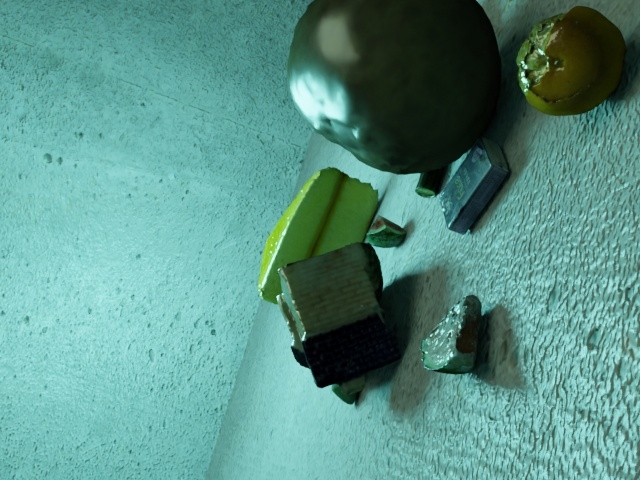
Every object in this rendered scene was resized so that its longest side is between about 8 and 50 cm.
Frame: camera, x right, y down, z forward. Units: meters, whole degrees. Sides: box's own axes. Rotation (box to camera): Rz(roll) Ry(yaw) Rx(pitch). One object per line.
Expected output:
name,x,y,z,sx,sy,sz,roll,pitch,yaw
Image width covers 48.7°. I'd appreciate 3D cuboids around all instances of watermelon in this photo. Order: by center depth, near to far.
watermelon,0.228,0.156,1.140,0.139,0.071,0.187,-62,5,2
watermelon,0.154,-0.016,1.681,0.092,0.084,0.072,-37,23,45

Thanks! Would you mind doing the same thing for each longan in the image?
longan,0.151,-0.350,1.418,0.404,0.436,0.404,-37,-29,-25

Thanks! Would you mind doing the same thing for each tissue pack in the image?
tissue pack,0.284,-0.101,1.319,0.112,0.051,0.156,-90,24,-54

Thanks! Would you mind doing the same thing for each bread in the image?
bread,0.000,0.000,1.952,0.245,0.233,0.362,-85,20,-49

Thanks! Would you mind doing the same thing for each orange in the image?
orange,0.363,-0.258,1.030,0.156,0.134,0.157,4,96,39

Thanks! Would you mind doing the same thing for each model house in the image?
model house,0.047,0.202,1.531,0.298,0.243,0.284,79,176,-63

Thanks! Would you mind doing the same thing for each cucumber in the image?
cucumber,0.245,-0.149,1.565,0.048,0.048,0.105,168,122,-75
